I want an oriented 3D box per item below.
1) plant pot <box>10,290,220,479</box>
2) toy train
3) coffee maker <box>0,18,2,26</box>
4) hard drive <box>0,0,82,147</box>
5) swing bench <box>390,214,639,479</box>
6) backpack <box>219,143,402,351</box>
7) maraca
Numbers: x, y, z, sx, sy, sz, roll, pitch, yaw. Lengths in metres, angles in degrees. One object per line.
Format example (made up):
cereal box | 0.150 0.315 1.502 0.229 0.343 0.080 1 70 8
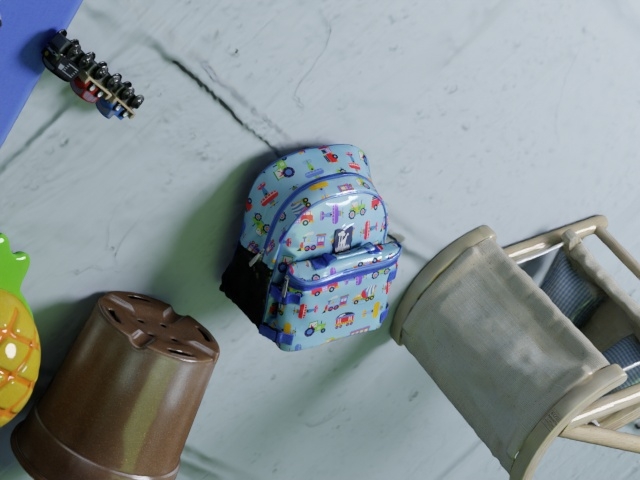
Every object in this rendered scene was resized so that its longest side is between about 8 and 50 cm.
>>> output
plant pot | -0.183 0.147 1.606 0.167 0.167 0.165 11 111 -44
toy train | -0.186 -0.130 1.396 0.036 0.027 0.158 -45 158 3
coffee maker | -0.297 -0.149 1.096 0.171 0.178 0.120 -34 124 6
hard drive | -0.281 -0.161 1.284 0.210 0.040 0.319 2 127 -54
swing bench | 0.255 0.112 1.830 0.254 0.253 0.165 -3 129 -37
backpack | 0.000 0.000 1.632 0.158 0.117 0.173 -10 130 -32
maraca | -0.300 0.086 1.497 0.127 0.099 0.186 -15 115 -50
